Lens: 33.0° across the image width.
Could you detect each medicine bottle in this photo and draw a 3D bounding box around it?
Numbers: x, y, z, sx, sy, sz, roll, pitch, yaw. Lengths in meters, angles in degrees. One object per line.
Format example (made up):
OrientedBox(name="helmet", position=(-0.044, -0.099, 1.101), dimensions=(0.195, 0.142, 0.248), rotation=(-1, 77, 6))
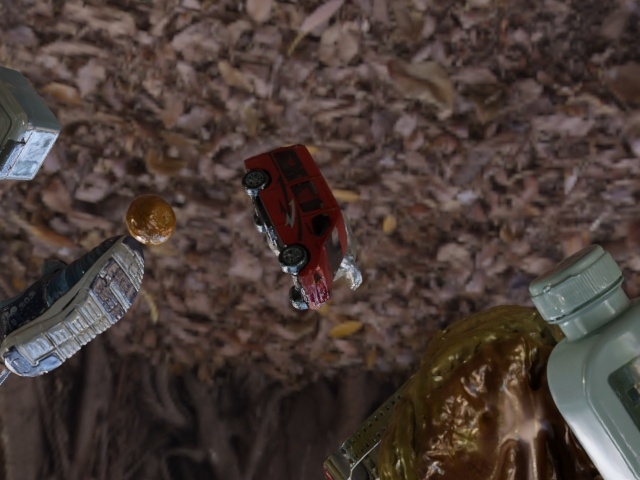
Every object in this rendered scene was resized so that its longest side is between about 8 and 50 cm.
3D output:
OrientedBox(name="medicine bottle", position=(0.241, 0.113, 0.796), dimensions=(0.121, 0.229, 0.083), rotation=(-32, 177, -25))

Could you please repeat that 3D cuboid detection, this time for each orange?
OrientedBox(name="orange", position=(-0.270, -0.032, 1.712), dimensions=(0.083, 0.083, 0.070), rotation=(29, 152, -35))

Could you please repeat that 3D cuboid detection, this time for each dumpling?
OrientedBox(name="dumpling", position=(0.000, 0.001, 1.536), dimensions=(0.150, 0.092, 0.176), rotation=(23, 139, 32))

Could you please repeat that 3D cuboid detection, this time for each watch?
OrientedBox(name="watch", position=(0.119, 0.346, 1.919), dimensions=(0.268, 0.102, 0.165), rotation=(-46, 155, 13))

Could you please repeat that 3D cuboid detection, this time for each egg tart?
OrientedBox(name="egg tart", position=(0.214, 0.273, 1.286), dimensions=(0.351, 0.339, 0.153), rotation=(52, 156, 7))

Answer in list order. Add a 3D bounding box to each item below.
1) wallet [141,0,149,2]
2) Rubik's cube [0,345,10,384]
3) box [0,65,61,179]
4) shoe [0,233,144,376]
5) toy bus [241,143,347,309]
OrientedBox(name="wallet", position=(-0.170, -0.424, 1.542), dimensions=(0.055, 0.236, 0.160), rotation=(46, 175, -18))
OrientedBox(name="Rubik's cube", position=(-0.589, 0.158, 1.426), dimensions=(0.224, 0.231, 0.221), rotation=(-51, 142, 10))
OrientedBox(name="box", position=(-0.583, -0.215, 1.947), dimensions=(0.130, 0.227, 0.162), rotation=(3, 129, -54))
OrientedBox(name="shoe", position=(-0.205, 0.044, 0.875), dimensions=(0.071, 0.143, 0.064), rotation=(41, 165, 31))
OrientedBox(name="toy bus", position=(-0.021, -0.016, 1.199), dimensions=(0.089, 0.195, 0.081), rotation=(-22, 141, -7))
